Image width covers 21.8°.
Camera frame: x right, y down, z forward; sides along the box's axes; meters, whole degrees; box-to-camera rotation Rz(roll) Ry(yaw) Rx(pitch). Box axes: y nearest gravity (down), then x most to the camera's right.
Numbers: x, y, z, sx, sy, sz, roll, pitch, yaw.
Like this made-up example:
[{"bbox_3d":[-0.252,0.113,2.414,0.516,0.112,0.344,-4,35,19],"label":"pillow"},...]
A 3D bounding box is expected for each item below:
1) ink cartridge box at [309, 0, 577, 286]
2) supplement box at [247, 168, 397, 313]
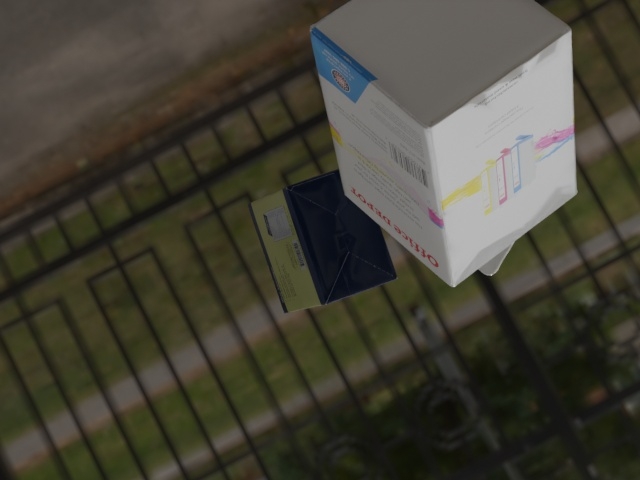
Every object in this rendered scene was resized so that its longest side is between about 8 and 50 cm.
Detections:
[{"bbox_3d":[0.065,-0.056,0.833,0.090,0.092,0.143,-36,145,-16],"label":"ink cartridge box"},{"bbox_3d":[0.000,0.000,1.127,0.056,0.083,0.083,-19,180,-21],"label":"supplement box"}]
